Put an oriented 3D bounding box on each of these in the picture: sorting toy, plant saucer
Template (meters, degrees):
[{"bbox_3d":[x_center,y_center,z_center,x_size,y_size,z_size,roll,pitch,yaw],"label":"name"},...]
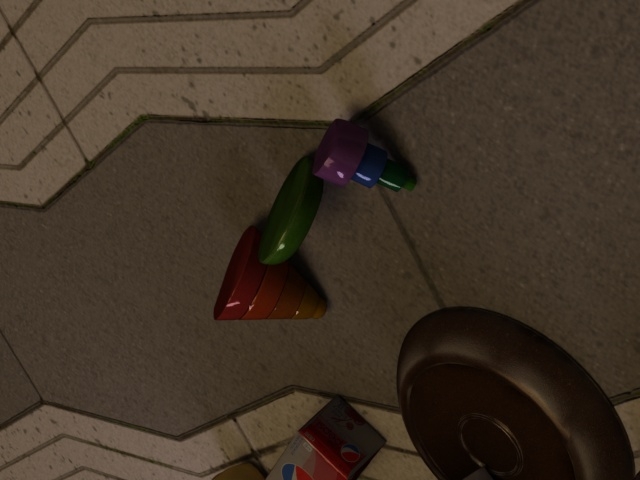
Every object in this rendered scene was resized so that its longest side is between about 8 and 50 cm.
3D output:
[{"bbox_3d":[0.000,0.000,1.593,0.126,0.127,0.365,24,142,-13],"label":"sorting toy"},{"bbox_3d":[0.200,0.217,1.587,0.311,0.050,0.310,28,138,29],"label":"plant saucer"}]

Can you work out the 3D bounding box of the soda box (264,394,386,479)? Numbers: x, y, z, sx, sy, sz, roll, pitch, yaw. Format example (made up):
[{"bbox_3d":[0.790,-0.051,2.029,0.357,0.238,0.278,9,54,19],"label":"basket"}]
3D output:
[{"bbox_3d":[-0.013,0.311,1.859,0.092,0.083,0.263,43,142,11],"label":"soda box"}]

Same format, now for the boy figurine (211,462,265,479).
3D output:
[{"bbox_3d":[-0.065,0.443,2.020,0.285,0.092,0.177,54,144,-3],"label":"boy figurine"}]

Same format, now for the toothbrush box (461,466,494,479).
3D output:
[{"bbox_3d":[0.172,0.424,1.539,0.283,0.206,0.122,52,145,19],"label":"toothbrush box"}]

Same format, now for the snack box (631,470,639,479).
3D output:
[{"bbox_3d":[0.332,0.280,1.365,0.070,0.207,0.174,51,144,-1],"label":"snack box"}]
